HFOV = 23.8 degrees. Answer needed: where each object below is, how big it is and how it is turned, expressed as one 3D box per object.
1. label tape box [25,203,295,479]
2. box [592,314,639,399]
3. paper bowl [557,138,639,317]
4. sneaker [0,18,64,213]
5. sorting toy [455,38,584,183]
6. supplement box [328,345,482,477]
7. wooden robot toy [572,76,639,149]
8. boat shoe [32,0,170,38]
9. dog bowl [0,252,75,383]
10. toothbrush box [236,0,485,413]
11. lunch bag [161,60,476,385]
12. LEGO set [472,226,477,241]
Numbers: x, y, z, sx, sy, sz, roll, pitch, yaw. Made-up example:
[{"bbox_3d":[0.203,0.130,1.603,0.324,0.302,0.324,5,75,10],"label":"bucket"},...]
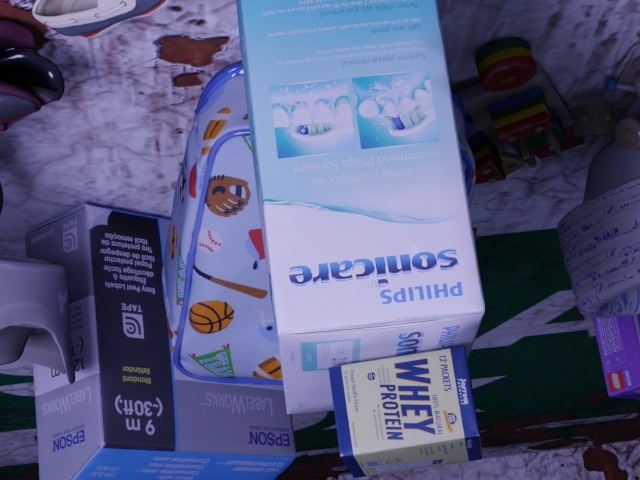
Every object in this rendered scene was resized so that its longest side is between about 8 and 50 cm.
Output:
[{"bbox_3d":[-0.148,0.157,1.473,0.115,0.347,0.249,-24,156,39],"label":"label tape box"},{"bbox_3d":[0.411,0.084,1.719,0.293,0.201,0.057,11,153,-43],"label":"box"},{"bbox_3d":[0.359,-0.034,1.396,0.284,0.148,0.284,-11,168,-2],"label":"paper bowl"},{"bbox_3d":[-0.252,-0.079,1.118,0.162,0.106,0.281,-14,160,8],"label":"sneaker"},{"bbox_3d":[0.152,-0.087,1.322,0.132,0.046,0.274,-20,160,15],"label":"sorting toy"},{"bbox_3d":[0.054,0.107,0.930,0.083,0.056,0.083,-9,161,4],"label":"supplement box"},{"bbox_3d":[0.304,-0.117,1.289,0.079,0.076,0.173,-6,165,-43],"label":"wooden robot toy"},{"bbox_3d":[-0.136,-0.168,0.988,0.043,0.049,0.137,12,159,-40],"label":"boat shoe"},{"bbox_3d":[-0.374,0.049,1.284,0.349,0.102,0.349,7,179,0],"label":"dog bowl"},{"bbox_3d":[0.019,-0.055,0.991,0.126,0.295,0.216,-7,162,-2],"label":"toothbrush box"},{"bbox_3d":[0.000,0.000,1.251,0.243,0.115,0.303,3,132,-12],"label":"lunch bag"},{"bbox_3d":[-0.002,-0.001,1.420,0.287,0.132,0.107,-17,180,3],"label":"LEGO set"}]
